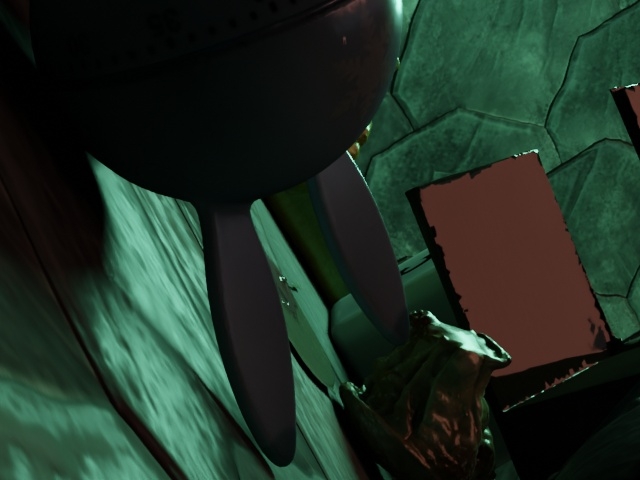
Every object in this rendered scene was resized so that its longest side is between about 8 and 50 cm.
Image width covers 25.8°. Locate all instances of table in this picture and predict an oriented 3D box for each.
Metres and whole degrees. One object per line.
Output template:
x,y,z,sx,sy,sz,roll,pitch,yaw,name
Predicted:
0.252,0.033,1.134,0.250,0.196,0.282,-25,-94,48,table

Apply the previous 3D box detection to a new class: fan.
-0.029,0.033,1.076,0.182,0.010,0.310,59,3,3,fan

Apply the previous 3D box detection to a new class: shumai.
0.087,0.116,1.004,0.145,0.116,0.145,36,7,-5,shumai

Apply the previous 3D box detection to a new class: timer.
0.137,0.108,1.354,0.192,0.195,0.194,59,4,-4,timer
-0.045,-0.053,0.622,0.175,0.175,0.256,-117,-157,-53,timer

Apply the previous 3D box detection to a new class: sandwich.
0.000,0.000,1.490,0.212,0.063,0.245,52,7,-45,sandwich

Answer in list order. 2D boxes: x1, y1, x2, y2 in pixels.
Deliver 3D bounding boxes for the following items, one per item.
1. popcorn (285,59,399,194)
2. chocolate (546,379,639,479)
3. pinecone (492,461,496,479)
-0.037,-0.132,1.214,0.185,0.167,0.188,30,-56,44,popcorn
0.246,0.249,0.802,0.384,0.383,0.331,61,20,19,chocolate
0.105,0.201,1.064,0.077,0.077,0.083,58,14,-29,pinecone
